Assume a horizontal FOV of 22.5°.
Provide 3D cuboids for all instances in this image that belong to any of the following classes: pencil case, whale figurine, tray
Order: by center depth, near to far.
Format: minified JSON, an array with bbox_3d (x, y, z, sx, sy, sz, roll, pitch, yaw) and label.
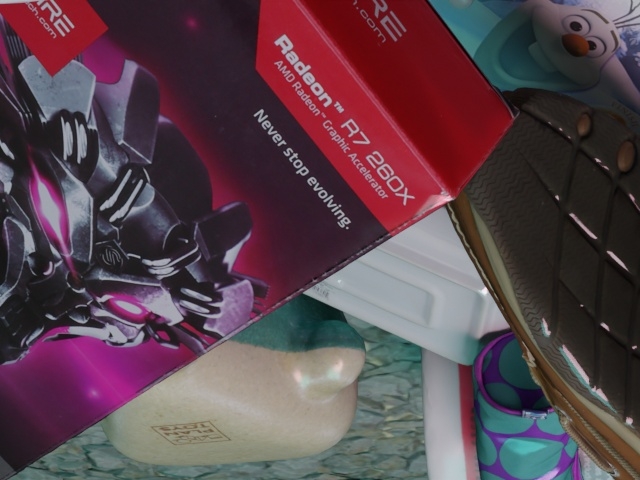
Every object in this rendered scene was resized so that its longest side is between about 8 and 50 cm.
[{"bbox_3d":[0.000,0.000,0.946,0.270,0.030,0.145,24,153,12],"label":"tray"},{"bbox_3d":[0.128,0.125,0.947,0.070,0.064,0.152,4,135,16],"label":"pencil case"},{"bbox_3d":[-0.077,0.058,1.026,0.216,0.141,0.272,-7,160,16],"label":"whale figurine"}]

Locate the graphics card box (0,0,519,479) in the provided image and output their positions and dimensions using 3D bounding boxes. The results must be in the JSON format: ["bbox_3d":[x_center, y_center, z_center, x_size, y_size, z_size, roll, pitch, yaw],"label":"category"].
[{"bbox_3d":[-0.121,-0.043,0.778,0.371,0.094,0.233,-32,101,36],"label":"graphics card box"}]

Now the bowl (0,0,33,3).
[{"bbox_3d":[-0.136,-0.233,0.522,0.311,0.163,0.311,1,150,1],"label":"bowl"}]

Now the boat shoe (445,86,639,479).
[{"bbox_3d":[0.158,0.064,0.831,0.324,0.122,0.120,50,154,-21],"label":"boat shoe"}]

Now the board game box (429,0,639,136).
[{"bbox_3d":[0.224,-0.045,0.795,0.390,0.050,0.390,33,145,-3],"label":"board game box"}]

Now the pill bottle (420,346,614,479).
[{"bbox_3d":[0.230,0.101,1.082,0.318,0.176,0.176,-3,150,7],"label":"pill bottle"}]
